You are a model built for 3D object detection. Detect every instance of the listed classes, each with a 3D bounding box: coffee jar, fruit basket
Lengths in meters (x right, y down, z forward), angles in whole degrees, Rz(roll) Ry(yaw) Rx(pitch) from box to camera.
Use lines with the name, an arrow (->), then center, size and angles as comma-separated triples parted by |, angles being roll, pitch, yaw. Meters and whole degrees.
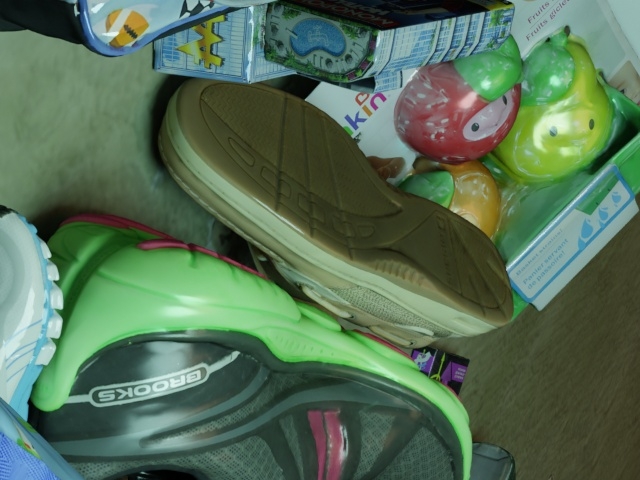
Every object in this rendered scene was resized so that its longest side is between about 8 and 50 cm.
coffee jar -> 0.191, 0.330, 1.809 | 0.096, 0.079, 0.184 | -57, 150, -38
fruit basket -> 0.131, -0.080, 1.255 | 0.327, 0.165, 0.353 | -45, 147, 0

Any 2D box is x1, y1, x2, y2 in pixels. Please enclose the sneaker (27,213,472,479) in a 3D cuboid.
sneaker -> -0.055, 0.134, 1.069 | 0.483, 0.185, 0.202 | 31, 82, -52

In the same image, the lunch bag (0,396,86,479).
lunch bag -> -0.185, 0.071, 0.590 | 0.138, 0.293, 0.221 | -64, 153, -22

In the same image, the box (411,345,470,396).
box -> 0.107, 0.194, 1.607 | 0.116, 0.029, 0.162 | 22, 86, -66

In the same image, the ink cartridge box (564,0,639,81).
ink cartridge box -> 0.259, -0.260, 1.484 | 0.309, 0.130, 0.272 | 78, 13, -47

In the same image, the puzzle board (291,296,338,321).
puzzle board -> -0.015, 0.057, 1.287 | 0.128, 0.011, 0.096 | -24, 125, -60

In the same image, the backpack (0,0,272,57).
backpack -> -0.072, -0.241, 0.767 | 0.276, 0.213, 0.264 | -31, 121, -52

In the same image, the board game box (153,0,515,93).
board game box -> -0.006, -0.141, 1.019 | 0.194, 0.194, 0.060 | -19, 122, -44

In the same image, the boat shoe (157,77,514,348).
boat shoe -> 0.000, 0.000, 1.101 | 0.341, 0.110, 0.122 | 32, 43, -37

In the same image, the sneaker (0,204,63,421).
sneaker -> -0.200, 0.074, 0.839 | 0.083, 0.071, 0.191 | -7, 111, -58
